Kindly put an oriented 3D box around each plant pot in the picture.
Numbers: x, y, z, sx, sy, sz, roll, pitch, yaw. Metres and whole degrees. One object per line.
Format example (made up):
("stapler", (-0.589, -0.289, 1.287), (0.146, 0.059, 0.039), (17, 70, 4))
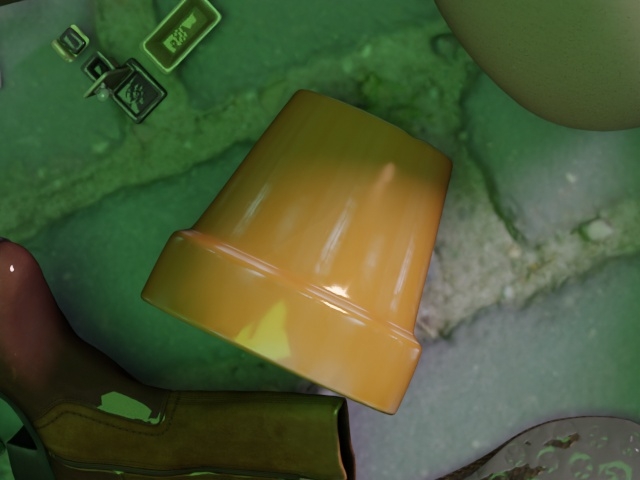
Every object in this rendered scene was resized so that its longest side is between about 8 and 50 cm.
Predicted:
("plant pot", (0.000, 0.000, 1.402), (0.205, 0.205, 0.188), (25, 88, 6))
("plant pot", (0.194, -0.187, 1.307), (0.284, 0.284, 0.191), (5, 130, 11))

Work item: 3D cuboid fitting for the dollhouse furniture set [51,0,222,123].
("dollhouse furniture set", (-0.143, -0.154, 1.452), (0.114, 0.081, 0.091), (-44, 89, 14))

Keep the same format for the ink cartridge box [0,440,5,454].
("ink cartridge box", (-0.383, 0.122, 1.540), (0.160, 0.092, 0.219), (-30, 92, 14))

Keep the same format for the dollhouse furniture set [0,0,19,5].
("dollhouse furniture set", (-0.294, -0.290, 1.388), (0.259, 0.135, 0.262), (-12, 98, 14))

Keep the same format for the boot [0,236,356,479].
("boot", (-0.117, 0.119, 1.425), (0.280, 0.096, 0.264), (7, 123, 22))

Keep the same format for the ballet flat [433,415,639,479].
("ballet flat", (0.141, 0.201, 1.474), (0.250, 0.058, 0.084), (-24, 72, 8))
